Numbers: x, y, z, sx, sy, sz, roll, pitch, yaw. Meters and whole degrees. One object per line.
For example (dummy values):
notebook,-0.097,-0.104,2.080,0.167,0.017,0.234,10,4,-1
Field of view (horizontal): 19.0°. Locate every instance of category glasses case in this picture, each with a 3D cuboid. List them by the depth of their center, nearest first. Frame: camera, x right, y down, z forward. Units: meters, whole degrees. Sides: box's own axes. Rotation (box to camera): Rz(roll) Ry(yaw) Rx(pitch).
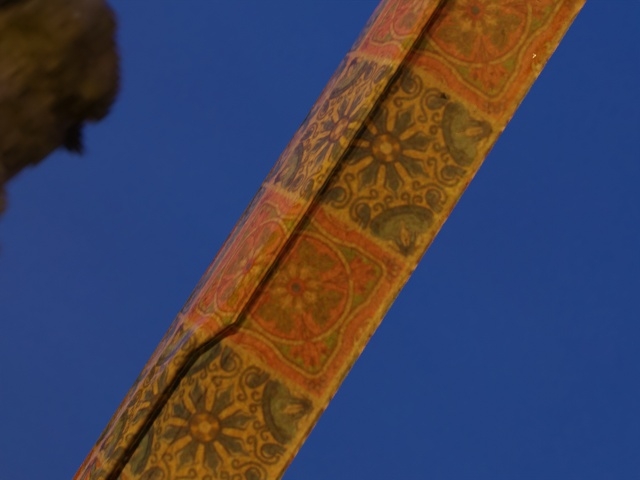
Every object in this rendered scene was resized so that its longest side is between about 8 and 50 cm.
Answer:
glasses case,0.000,0.000,0.607,0.049,0.218,0.075,33,-3,-8
